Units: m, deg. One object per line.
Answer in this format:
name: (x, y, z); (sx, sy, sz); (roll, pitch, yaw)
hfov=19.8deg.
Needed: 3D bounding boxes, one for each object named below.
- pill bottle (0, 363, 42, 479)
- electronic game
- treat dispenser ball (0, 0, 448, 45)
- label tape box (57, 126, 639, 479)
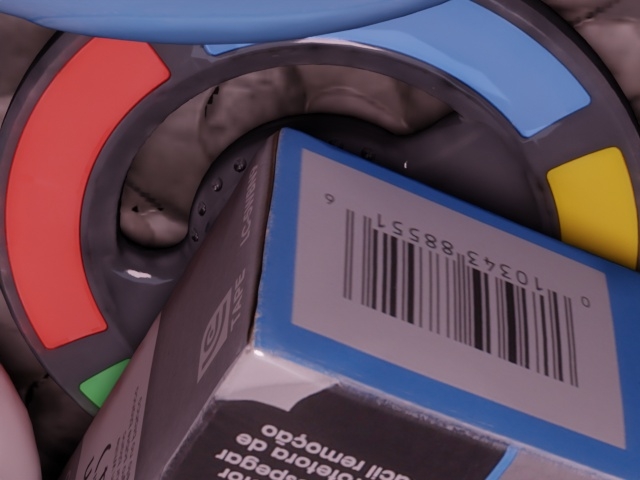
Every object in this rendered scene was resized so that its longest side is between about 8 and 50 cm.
pill bottle: (-0.263, 0.198, 0.674); (0.224, 0.224, 0.392); (21, 122, -10)
electronic game: (0.000, 0.000, 0.628); (0.229, 0.048, 0.229); (2, 124, 3)
treat dispenser ball: (-0.024, -0.183, 0.365); (0.288, 0.288, 0.288); (2, 123, 3)
label tape box: (0.018, 0.144, 0.651); (0.241, 0.106, 0.333); (21, 130, -16)
